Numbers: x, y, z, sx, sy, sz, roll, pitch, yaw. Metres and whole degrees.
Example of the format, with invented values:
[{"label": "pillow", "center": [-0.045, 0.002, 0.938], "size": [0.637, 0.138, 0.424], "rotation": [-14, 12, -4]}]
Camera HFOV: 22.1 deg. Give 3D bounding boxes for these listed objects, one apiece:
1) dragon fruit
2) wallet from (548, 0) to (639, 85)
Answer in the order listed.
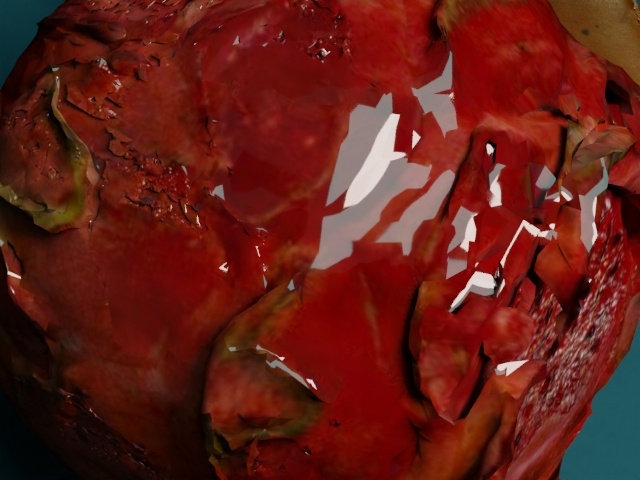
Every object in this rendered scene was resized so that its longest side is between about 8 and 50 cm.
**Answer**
[{"label": "dragon fruit", "center": [0.000, 0.000, 0.696], "size": [0.302, 0.295, 0.295], "rotation": [36, 52, 2]}, {"label": "wallet", "center": [0.112, -0.101, 0.968], "size": [0.196, 0.042, 0.161], "rotation": [1, 53, -20]}]
